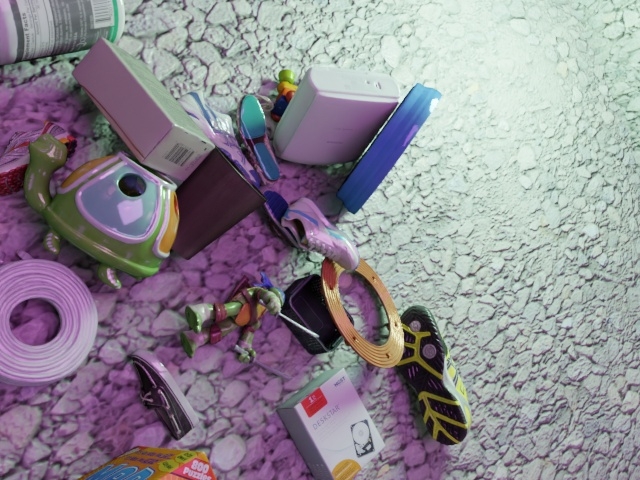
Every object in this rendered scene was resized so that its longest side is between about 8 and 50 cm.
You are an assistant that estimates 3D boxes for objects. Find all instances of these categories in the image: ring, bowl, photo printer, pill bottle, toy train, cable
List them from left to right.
[{"bbox_3d":[-0.620,-0.486,1.480,0.361,0.204,0.204,-24,91,-36],"label":"pill bottle"},{"bbox_3d":[-0.574,0.163,1.409,0.257,0.089,0.257,32,62,-24],"label":"cable"},{"bbox_3d":[-0.097,-0.400,1.883,0.247,0.105,0.144,15,58,-28],"label":"toy train"},{"bbox_3d":[0.028,-0.304,1.806,0.255,0.307,0.107,-1,61,-27],"label":"photo printer"},{"bbox_3d":[0.106,0.177,1.820,0.336,0.032,0.337,38,35,-33],"label":"ring"},{"bbox_3d":[0.172,-0.245,1.851,0.077,0.391,0.391,35,59,-1],"label":"bowl"}]

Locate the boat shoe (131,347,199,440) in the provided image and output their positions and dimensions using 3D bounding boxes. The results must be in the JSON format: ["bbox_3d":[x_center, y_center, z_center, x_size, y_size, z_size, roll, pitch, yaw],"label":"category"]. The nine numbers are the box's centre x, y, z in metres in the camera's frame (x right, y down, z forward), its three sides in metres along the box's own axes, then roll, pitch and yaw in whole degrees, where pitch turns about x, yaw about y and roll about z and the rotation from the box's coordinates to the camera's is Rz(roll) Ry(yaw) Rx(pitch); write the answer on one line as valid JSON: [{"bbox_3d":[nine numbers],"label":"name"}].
[{"bbox_3d":[-0.349,0.335,1.522,0.070,0.077,0.219,-41,103,-36],"label":"boat shoe"}]

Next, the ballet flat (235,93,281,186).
[{"bbox_3d":[-0.172,-0.249,1.796,0.091,0.077,0.241,-15,89,-36],"label":"ballet flat"}]

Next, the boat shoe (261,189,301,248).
[{"bbox_3d":[-0.104,-0.047,1.795,0.183,0.066,0.066,55,52,-16],"label":"boat shoe"}]

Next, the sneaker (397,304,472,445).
[{"bbox_3d":[0.311,0.368,1.949,0.147,0.145,0.385,3,70,-66],"label":"sneaker"}]

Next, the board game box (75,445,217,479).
[{"bbox_3d":[-0.358,0.623,1.267,0.356,0.356,0.357,-24,92,-36],"label":"board game box"}]

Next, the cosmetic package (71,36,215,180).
[{"bbox_3d":[-0.385,-0.283,1.522,0.309,0.113,0.160,48,11,25],"label":"cosmetic package"}]

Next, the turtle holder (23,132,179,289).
[{"bbox_3d":[-0.438,-0.071,1.444,0.320,0.243,0.228,35,95,18],"label":"turtle holder"}]

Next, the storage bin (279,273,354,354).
[{"bbox_3d":[-0.016,0.189,1.783,0.180,0.084,0.122,53,55,-12],"label":"storage bin"}]

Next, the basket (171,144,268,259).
[{"bbox_3d":[-0.262,-0.078,1.595,0.227,0.204,0.154,-42,60,1],"label":"basket"}]

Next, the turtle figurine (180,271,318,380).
[{"bbox_3d":[-0.166,0.208,1.609,0.266,0.197,0.275,-11,80,-32],"label":"turtle figurine"}]

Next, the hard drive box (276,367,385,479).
[{"bbox_3d":[0.027,0.464,1.736,0.181,0.089,0.232,-33,96,-36],"label":"hard drive box"}]

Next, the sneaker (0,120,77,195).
[{"bbox_3d":[-0.630,-0.174,1.477,0.092,0.088,0.225,44,55,8],"label":"sneaker"}]

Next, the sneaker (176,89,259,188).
[{"bbox_3d":[-0.240,-0.247,1.733,0.296,0.111,0.131,48,51,-18],"label":"sneaker"}]

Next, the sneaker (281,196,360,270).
[{"bbox_3d":[0.000,0.000,1.752,0.228,0.087,0.092,43,54,3],"label":"sneaker"}]
